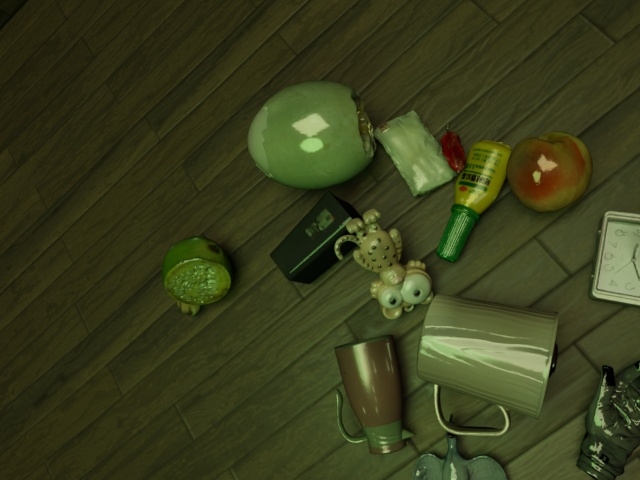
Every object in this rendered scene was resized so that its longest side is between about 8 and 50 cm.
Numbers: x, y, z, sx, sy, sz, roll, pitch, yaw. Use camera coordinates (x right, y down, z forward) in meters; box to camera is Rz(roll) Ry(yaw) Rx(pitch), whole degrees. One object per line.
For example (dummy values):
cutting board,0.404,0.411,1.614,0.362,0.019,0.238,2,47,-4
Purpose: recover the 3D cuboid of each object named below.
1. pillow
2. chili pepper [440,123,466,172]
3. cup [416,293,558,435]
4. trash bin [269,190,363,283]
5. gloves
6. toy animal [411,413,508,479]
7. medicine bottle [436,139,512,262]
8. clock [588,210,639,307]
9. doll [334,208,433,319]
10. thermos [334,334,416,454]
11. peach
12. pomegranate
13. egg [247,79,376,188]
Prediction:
pillow,0.245,-0.228,1.365,0.128,0.051,0.229,-30,72,1
chili pepper,0.329,-0.224,1.307,0.050,0.059,0.191,-40,31,35
cup,0.364,0.270,1.153,0.274,0.208,0.288,11,112,23
trash bin,0.000,0.000,1.360,0.225,0.165,0.115,-42,69,12
gloves,0.606,0.364,1.074,0.142,0.119,0.285,28,105,13
toy animal,0.315,0.535,1.178,0.239,0.176,0.255,-4,113,24
medicine bottle,0.366,-0.093,1.278,0.111,0.076,0.308,23,90,41
clock,0.674,0.043,1.135,0.150,0.063,0.197,10,84,22
doll,0.156,0.061,1.258,0.154,0.119,0.278,-38,106,5
thermos,0.118,0.371,1.253,0.177,0.146,0.264,-13,81,12
peach,0.512,-0.152,1.180,0.184,0.184,0.184,-4,78,21
pomegranate,-0.341,0.093,1.491,0.190,0.240,0.159,-15,37,-3
egg,-0.035,-0.267,1.358,0.337,0.278,0.278,-8,77,18
